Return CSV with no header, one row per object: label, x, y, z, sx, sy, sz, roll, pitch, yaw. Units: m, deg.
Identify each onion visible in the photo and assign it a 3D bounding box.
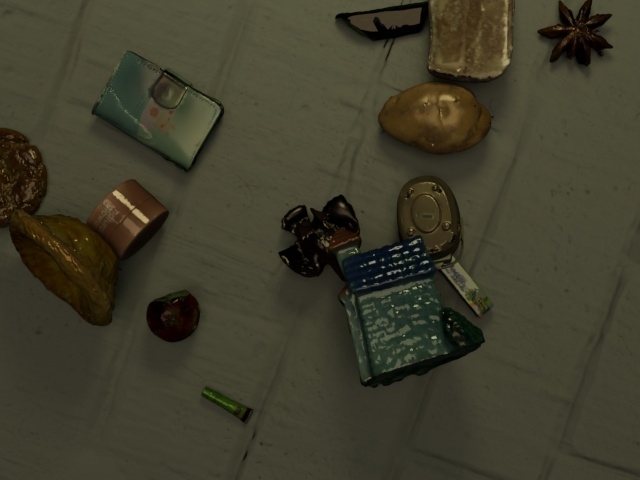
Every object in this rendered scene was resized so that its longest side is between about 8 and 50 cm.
onion,-0.320,0.169,1.569,0.117,0.118,0.119,-10,91,-3

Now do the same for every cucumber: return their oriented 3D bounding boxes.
cucumber,0.145,-0.483,1.584,0.219,0.046,0.071,-9,99,0

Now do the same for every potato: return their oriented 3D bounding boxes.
potato,0.251,-0.271,1.545,0.234,0.128,0.161,22,85,5

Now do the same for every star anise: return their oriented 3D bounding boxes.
star anise,0.562,-0.457,1.573,0.167,0.057,0.168,0,92,-1

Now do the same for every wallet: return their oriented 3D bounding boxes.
wallet,-0.353,-0.287,1.576,0.250,0.075,0.176,32,95,-1

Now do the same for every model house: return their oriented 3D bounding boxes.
model house,0.152,0.115,1.489,0.251,0.295,0.330,-23,75,3

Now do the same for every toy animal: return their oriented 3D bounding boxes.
toy animal,0.006,0.006,1.586,0.218,0.116,0.180,-48,120,-25

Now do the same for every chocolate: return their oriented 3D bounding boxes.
chocolate,0.320,-0.479,1.550,0.185,0.100,0.304,4,82,4

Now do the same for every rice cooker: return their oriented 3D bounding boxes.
rice cooker,0.233,-0.040,1.547,0.145,0.127,0.207,-9,72,12

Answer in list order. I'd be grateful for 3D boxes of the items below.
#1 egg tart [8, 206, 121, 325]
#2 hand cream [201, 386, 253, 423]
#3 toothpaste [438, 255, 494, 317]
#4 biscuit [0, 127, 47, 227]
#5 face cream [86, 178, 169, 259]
egg tart,-0.519,0.038,1.502,0.319,0.319,0.128,46,63,-1
hand cream,-0.212,0.369,1.618,0.121,0.023,0.036,30,88,-4
toothpaste,0.318,0.099,1.601,0.046,0.034,0.164,-40,91,-2
biscuit,-0.718,-0.139,1.599,0.225,0.042,0.226,0,90,0
face cream,-0.415,-0.045,1.544,0.104,0.149,0.149,42,91,0
